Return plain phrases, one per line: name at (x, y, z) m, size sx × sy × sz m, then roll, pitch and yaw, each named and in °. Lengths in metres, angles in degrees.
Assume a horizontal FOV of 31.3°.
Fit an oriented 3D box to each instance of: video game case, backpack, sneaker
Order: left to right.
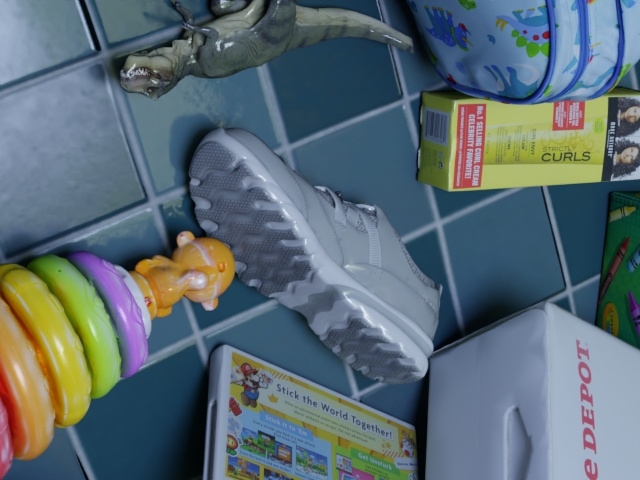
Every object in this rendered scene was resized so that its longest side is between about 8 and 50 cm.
video game case at (-0.002, 0.216, 0.969) m, size 0.227 × 0.206 × 0.026 m, roll 27°, pitch 134°, yaw -29°
sneaker at (0.000, 0.000, 0.972) m, size 0.281 × 0.105 × 0.115 m, roll 48°, pitch 50°, yaw -26°
backpack at (0.157, -0.278, 0.873) m, size 0.273 × 0.290 × 0.355 m, roll -52°, pitch 128°, yaw -12°

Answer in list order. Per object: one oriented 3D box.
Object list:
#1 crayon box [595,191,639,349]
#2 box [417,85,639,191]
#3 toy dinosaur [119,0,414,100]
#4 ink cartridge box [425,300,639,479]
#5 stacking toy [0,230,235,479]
crayon box at (0.423, 0.032, 1.184) m, size 0.278 × 0.081 × 0.165 m, roll -3°, pitch 104°, yaw -26°
box at (0.203, -0.096, 1.053) m, size 0.232 × 0.058 × 0.087 m, roll -4°, pitch 105°, yaw -26°
toy dinosaur at (-0.045, -0.187, 0.908) m, size 0.268 × 0.064 × 0.118 m, roll -15°, pitch 116°, yaw -25°
ink cartridge box at (0.281, 0.262, 1.056) m, size 0.384 × 0.160 × 0.279 m, roll 28°, pitch 50°, yaw -30°
stacking toy at (-0.191, 0.067, 0.857) m, size 0.302 × 0.165 × 0.175 m, roll -27°, pitch 102°, yaw -31°
